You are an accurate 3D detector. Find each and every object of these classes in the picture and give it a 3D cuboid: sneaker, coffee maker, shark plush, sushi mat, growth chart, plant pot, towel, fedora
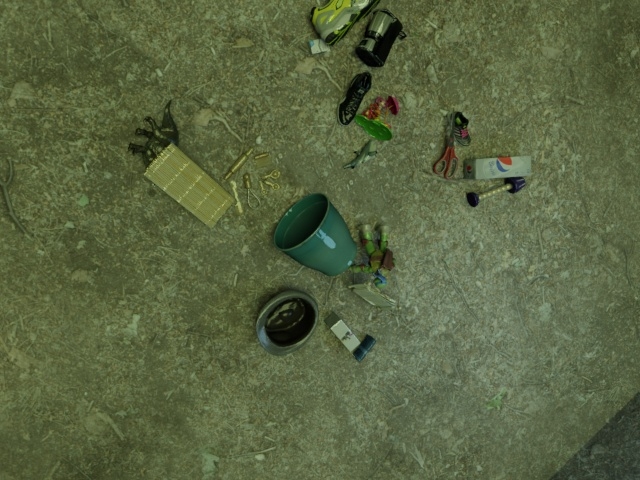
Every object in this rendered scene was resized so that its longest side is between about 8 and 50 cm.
[{"bbox_3d":[0.134,-0.561,1.679,0.079,0.121,0.217,20,93,-17],"label":"sneaker"},{"bbox_3d":[0.242,-0.776,1.677,0.171,0.120,0.178,25,92,-18],"label":"coffee maker"},{"bbox_3d":[0.166,-0.346,1.773,0.161,0.073,0.067,-35,86,13],"label":"shark plush"},{"bbox_3d":[-0.467,-0.195,1.553,0.316,0.019,0.151,43,75,-32],"label":"sushi mat"},{"bbox_3d":[0.123,-0.915,1.615,0.384,0.145,0.147,-45,94,-12],"label":"sneaker"},{"bbox_3d":[0.229,0.236,1.784,0.237,0.171,0.021,38,63,-29],"label":"growth chart"},{"bbox_3d":[0.000,0.000,1.669,0.272,0.271,0.255,-48,122,-4],"label":"plant pot"},{"bbox_3d":[0.608,-0.483,1.846,0.063,0.075,0.171,-32,105,-9],"label":"sneaker"},{"bbox_3d":[0.193,0.473,1.882,0.029,0.067,0.119,40,87,-19],"label":"towel"},{"bbox_3d":[-0.144,0.319,1.734,0.275,0.124,0.244,-40,109,-15],"label":"fedora"}]

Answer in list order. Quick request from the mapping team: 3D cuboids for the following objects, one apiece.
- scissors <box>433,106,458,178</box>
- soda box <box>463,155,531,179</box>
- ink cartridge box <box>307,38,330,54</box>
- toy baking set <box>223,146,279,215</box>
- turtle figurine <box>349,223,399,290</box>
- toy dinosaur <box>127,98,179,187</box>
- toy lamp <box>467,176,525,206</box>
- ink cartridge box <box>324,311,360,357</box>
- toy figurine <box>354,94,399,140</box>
[{"bbox_3d":[0.570,-0.414,1.848,0.108,0.021,0.297,10,107,-11],"label":"scissors"},{"bbox_3d":[0.789,-0.325,1.909,0.286,0.098,0.091,-6,100,-14],"label":"soda box"},{"bbox_3d":[-0.002,-0.753,1.660,0.083,0.028,0.048,-18,103,-13],"label":"ink cartridge box"},{"bbox_3d":[-0.270,-0.228,1.665,0.256,0.030,0.197,-45,107,-5],"label":"toy baking set"},{"bbox_3d":[0.220,0.079,1.812,0.197,0.274,0.267,-5,75,14],"label":"turtle figurine"},{"bbox_3d":[-0.579,-0.344,1.534,0.160,0.121,0.314,22,83,-41],"label":"toy dinosaur"},{"bbox_3d":[0.801,-0.225,1.940,0.274,0.080,0.080,-19,103,-9],"label":"toy lamp"},{"bbox_3d":[0.102,0.401,1.826,0.061,0.104,0.181,-40,107,-6],"label":"ink cartridge box"},{"bbox_3d":[0.245,-0.518,1.733,0.173,0.130,0.159,29,78,-7],"label":"toy figurine"}]
